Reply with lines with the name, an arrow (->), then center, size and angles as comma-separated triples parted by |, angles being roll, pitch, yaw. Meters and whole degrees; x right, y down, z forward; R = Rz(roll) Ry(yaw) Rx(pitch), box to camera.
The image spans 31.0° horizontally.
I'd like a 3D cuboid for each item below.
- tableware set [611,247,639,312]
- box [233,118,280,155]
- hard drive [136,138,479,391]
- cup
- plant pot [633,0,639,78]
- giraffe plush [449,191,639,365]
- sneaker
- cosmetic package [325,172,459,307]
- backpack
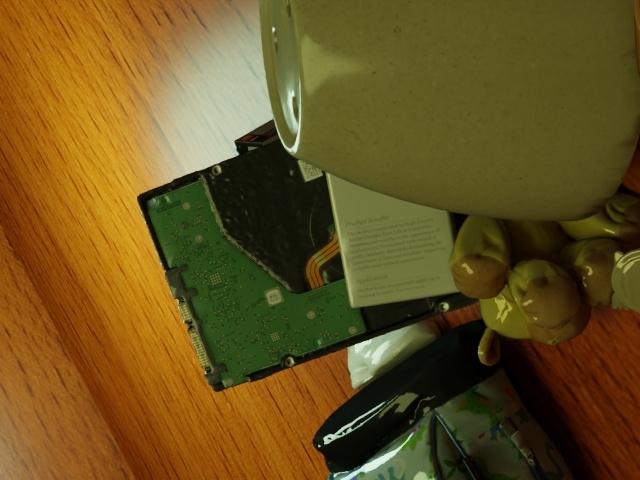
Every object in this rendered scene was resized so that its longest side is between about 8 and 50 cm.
tableware set -> 0.328, 0.057, 0.954 | 0.168, 0.020, 0.141 | -12, 113, 30
box -> -0.018, -0.037, 1.380 | 0.044, 0.159, 0.233 | 6, 118, 34
hard drive -> 0.000, 0.000, 1.239 | 0.064, 0.339, 0.237 | -28, -83, -81
cup -> 0.081, -0.165, 0.935 | 0.331, 0.237, 0.331 | 172, 90, -78
plant pot -> 0.318, -0.091, 0.776 | 0.205, 0.205, 0.188 | 39, 156, 40
giraffe plush -> 0.197, 0.035, 1.095 | 0.210, 0.181, 0.170 | 46, 155, 42
sneaker -> 0.076, 0.119, 1.441 | 0.212, 0.080, 0.094 | -45, 60, 61
cosmetic package -> 0.069, -0.055, 1.151 | 0.085, 0.117, 0.231 | -16, -83, -80
backpack -> 0.165, 0.317, 1.286 | 0.355, 0.273, 0.290 | 49, 136, -2
